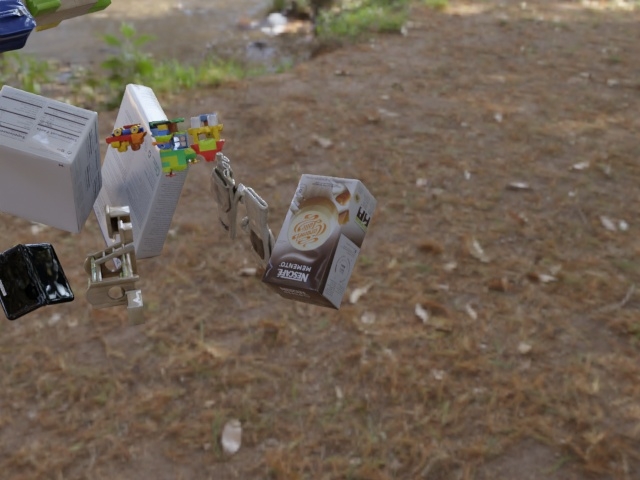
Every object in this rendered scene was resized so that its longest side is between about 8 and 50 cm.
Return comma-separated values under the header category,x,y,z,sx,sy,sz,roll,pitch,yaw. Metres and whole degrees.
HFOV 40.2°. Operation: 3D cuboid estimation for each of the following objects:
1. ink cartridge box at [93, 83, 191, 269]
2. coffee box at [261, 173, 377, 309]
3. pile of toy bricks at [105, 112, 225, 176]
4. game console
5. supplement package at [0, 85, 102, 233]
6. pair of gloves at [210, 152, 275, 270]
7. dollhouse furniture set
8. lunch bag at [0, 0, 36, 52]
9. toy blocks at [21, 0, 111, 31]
category,x,y,z,sx,sy,sz,roll,pitch,yaw
ink cartridge box,-0.402,-0.124,1.927,0.071,0.330,0.324,3,35,-32
coffee box,0.000,0.000,1.766,0.141,0.098,0.247,8,68,32
pile of toy bricks,-0.275,-0.169,1.610,0.212,0.105,0.118,-7,11,4
game console,-0.519,0.073,1.562,0.107,0.071,0.122,-27,77,-2
supplement package,-0.586,-0.163,1.842,0.204,0.262,0.145,16,56,-1
pair of gloves,-0.161,-0.058,1.860,0.042,0.204,0.240,-26,44,-23
dollhouse furniture set,-0.392,0.046,1.622,0.101,0.161,0.182,-8,32,-12
lunch bag,-0.510,-0.344,1.391,0.067,0.065,0.098,53,41,3
toy blocks,-0.626,-0.544,1.704,0.381,0.261,0.190,-26,10,-32
